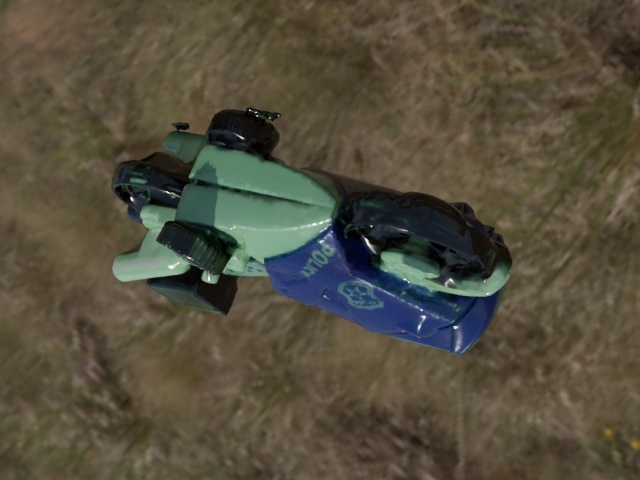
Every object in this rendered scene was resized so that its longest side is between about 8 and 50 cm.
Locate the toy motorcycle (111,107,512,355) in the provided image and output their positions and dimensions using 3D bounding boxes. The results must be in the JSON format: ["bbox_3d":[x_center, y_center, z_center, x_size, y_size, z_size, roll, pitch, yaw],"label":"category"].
[{"bbox_3d":[0.000,0.000,0.985,0.331,0.125,0.196,9,162,41],"label":"toy motorcycle"}]
